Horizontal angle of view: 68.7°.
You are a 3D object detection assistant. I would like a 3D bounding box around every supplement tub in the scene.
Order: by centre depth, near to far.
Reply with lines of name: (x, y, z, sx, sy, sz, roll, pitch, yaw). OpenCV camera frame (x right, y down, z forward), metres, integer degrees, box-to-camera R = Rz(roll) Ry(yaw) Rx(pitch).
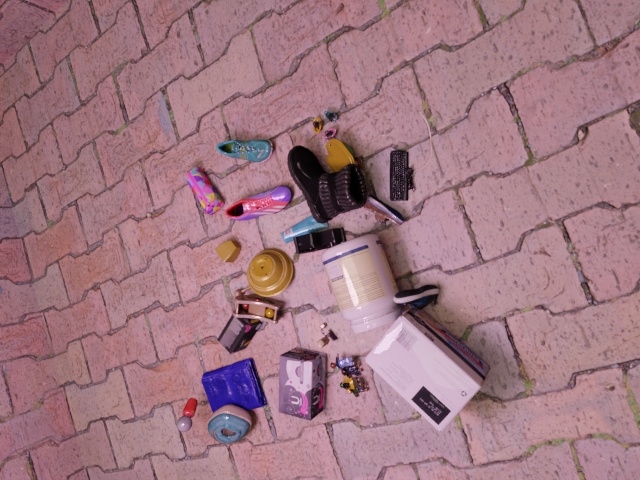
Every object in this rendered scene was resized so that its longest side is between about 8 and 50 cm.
supplement tub: (0.160, 0.161, 1.762, 0.235, 0.235, 0.325, -23, 83, 27)

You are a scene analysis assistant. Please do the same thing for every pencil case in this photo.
pencil case: (-0.541, -0.231, 2.177, 0.104, 0.104, 0.236, -43, 73, 23)

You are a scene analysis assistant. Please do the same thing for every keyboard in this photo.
keyboard: (0.305, -0.246, 1.772, 0.100, 0.038, 0.192, 1, 94, 27)

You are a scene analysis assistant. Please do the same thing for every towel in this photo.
towel: (-0.413, 0.694, 2.184, 0.308, 0.076, 0.228, -23, 82, 27)

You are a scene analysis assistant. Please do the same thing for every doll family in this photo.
doll family: (0.113, 0.549, 1.908, 0.111, 0.076, 0.193, -21, 79, 31)

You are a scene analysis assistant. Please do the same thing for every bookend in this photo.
bookend: (0.000, 0.000, 1.879, 0.157, 0.156, 0.073, -14, 87, 26)

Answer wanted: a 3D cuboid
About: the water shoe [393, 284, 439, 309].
water shoe: (0.352, 0.217, 1.693, 0.073, 0.203, 0.080, 18, 113, 58)

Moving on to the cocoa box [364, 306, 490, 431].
cocoa box: (0.382, 0.440, 1.669, 0.347, 0.228, 0.232, 41, 110, 19)

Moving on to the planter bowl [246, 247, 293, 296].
planter bowl: (-0.233, 0.125, 2.002, 0.217, 0.090, 0.217, -5, 70, 15)

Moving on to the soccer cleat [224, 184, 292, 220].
soccer cleat: (-0.269, -0.155, 2.029, 0.318, 0.116, 0.109, -17, 85, 27)

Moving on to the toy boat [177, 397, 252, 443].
toy boat: (-0.481, 0.833, 2.120, 0.318, 0.148, 0.268, 24, 130, -11)

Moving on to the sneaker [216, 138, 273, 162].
sneaker: (-0.333, -0.395, 2.052, 0.275, 0.110, 0.107, 4, 95, 26)

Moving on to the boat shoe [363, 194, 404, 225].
boat shoe: (0.243, -0.104, 1.804, 0.183, 0.066, 0.066, 41, 115, 30)

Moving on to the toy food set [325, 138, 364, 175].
toy food set: (0.107, -0.311, 1.860, 0.218, 0.071, 0.128, 56, 139, 16)

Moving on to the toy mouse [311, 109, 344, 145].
toy mouse: (0.039, -0.465, 1.898, 0.143, 0.031, 0.161, -7, 90, 28)

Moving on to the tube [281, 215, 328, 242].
tube: (-0.068, -0.053, 1.975, 0.207, 0.052, 0.080, -25, 87, 21)

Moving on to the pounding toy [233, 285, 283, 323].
pounding toy: (-0.289, 0.259, 2.047, 0.269, 0.154, 0.155, 12, 99, 26)

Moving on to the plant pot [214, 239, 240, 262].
plant pot: (-0.415, 0.044, 2.142, 0.083, 0.081, 0.081, -44, 74, 12)

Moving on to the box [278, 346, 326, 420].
box: (-0.074, 0.597, 1.964, 0.163, 0.142, 0.248, 4, 96, 27)

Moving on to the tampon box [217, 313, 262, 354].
tampon box: (-0.364, 0.409, 2.113, 0.101, 0.120, 0.161, 40, 110, 20)

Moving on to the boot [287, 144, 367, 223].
boot: (0.028, -0.252, 1.816, 0.260, 0.131, 0.348, -27, 90, 54)

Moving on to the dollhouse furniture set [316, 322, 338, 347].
dollhouse furniture set: (-0.006, 0.409, 1.934, 0.091, 0.114, 0.081, 49, 117, 14)
